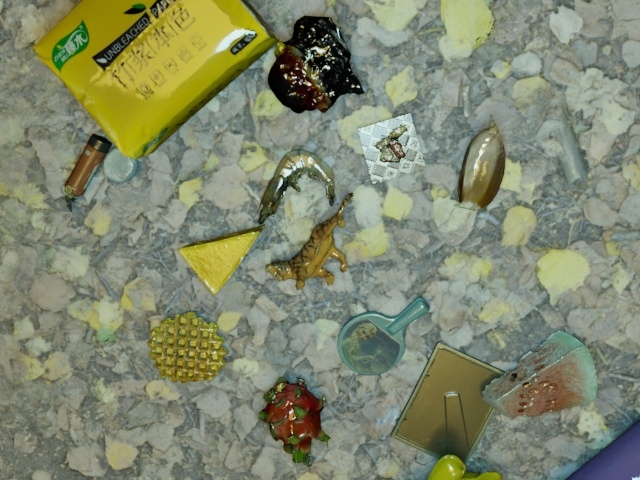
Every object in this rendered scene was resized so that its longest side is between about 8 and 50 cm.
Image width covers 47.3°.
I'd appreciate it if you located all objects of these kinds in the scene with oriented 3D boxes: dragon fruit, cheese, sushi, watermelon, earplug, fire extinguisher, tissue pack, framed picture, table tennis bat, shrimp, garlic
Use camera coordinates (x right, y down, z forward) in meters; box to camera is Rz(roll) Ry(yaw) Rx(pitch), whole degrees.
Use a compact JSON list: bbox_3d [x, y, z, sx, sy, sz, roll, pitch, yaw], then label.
[{"bbox_3d":[-0.050,0.418,1.650,0.135,0.137,0.235,-22,102,-28],"label":"dragon fruit"},{"bbox_3d":[-0.197,0.017,1.604,0.171,0.093,0.126,-35,93,10],"label":"cheese"},{"bbox_3d":[-0.026,-0.341,1.491,0.150,0.153,0.172,-35,117,-9],"label":"sushi"},{"bbox_3d":[0.475,0.315,1.602,0.241,0.094,0.154,-24,108,1],"label":"watermelon"},{"bbox_3d":[0.690,0.518,1.573,0.215,0.215,0.456,44,98,-4],"label":"earplug"},{"bbox_3d":[0.152,-0.197,1.567,0.120,0.026,0.125,-16,104,5],"label":"sushi"},{"bbox_3d":[-0.523,-0.149,1.621,0.062,0.050,0.177,40,105,31],"label":"fire extinguisher"},{"bbox_3d":[-0.321,-0.394,1.467,0.382,0.228,0.293,-38,97,12],"label":"tissue pack"},{"bbox_3d":[0.297,0.378,1.667,0.189,0.023,0.259,24,102,0],"label":"framed picture"},{"bbox_3d":[0.146,0.210,1.643,0.237,0.038,0.149,-39,95,14],"label":"table tennis bat"},{"bbox_3d":[-0.047,-0.096,1.602,0.148,0.035,0.195,29,101,-3],"label":"shrimp"},{"bbox_3d":[0.335,-0.161,1.504,0.091,0.128,0.198,21,106,17],"label":"garlic"}]

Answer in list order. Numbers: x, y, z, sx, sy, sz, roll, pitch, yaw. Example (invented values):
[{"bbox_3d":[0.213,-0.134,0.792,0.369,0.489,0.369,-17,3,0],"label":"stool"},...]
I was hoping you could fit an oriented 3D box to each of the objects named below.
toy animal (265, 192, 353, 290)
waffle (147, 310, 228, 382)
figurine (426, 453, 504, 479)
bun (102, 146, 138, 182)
[{"bbox_3d":[0.004,0.003,1.594,0.255,0.114,0.116,-55,49,8],"label":"toy animal"},{"bbox_3d":[-0.307,0.250,1.688,0.191,0.038,0.191,1,101,6],"label":"waffle"},{"bbox_3d":[0.279,0.646,1.619,0.340,0.231,0.323,-28,92,15],"label":"figurine"},{"bbox_3d":[-0.439,-0.167,1.614,0.083,0.045,0.083,0,98,3],"label":"bun"}]
